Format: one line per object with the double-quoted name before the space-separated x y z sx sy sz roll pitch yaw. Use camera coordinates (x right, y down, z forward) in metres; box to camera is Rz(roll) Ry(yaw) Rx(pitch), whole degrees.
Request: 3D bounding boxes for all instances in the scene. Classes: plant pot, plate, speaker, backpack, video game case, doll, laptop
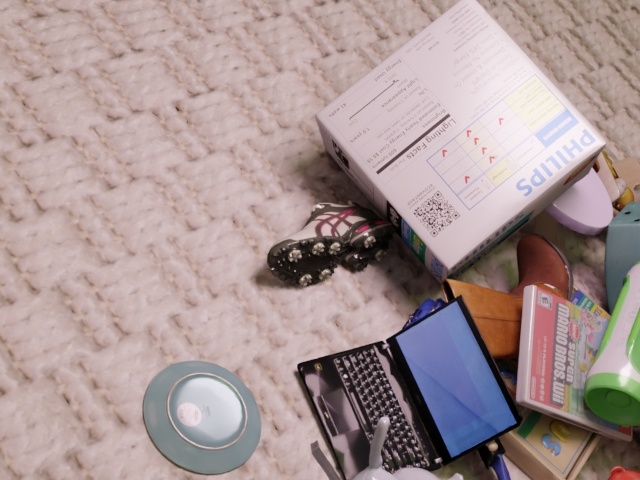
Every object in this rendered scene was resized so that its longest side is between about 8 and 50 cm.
"plant pot" 0.636 0.051 2.107 0.166 0.165 0.234 -39 117 -42
"plate" -0.172 0.259 1.663 0.188 0.024 0.188 16 51 -20
"speaker" 0.548 0.168 1.903 0.131 0.131 0.296 34 56 -3
"backpack" 0.184 0.163 1.886 0.098 0.101 0.120 34 50 7
"video game case" 0.443 0.214 1.902 0.285 0.025 0.204 23 64 -34
"doll" 0.277 0.344 1.800 0.046 0.129 0.189 -24 71 2
"laptop" 0.138 0.242 1.750 0.264 0.136 0.234 -12 64 -28

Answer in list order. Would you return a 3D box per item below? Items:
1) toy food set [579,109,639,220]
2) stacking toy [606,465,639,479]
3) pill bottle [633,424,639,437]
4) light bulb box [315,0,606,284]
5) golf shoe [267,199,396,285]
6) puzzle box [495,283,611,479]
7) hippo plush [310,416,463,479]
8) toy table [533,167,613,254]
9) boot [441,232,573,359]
"toy food set" 0.626 -0.131 2.298 0.306 0.092 0.219 26 40 -51
"stacking toy" 0.576 0.347 1.803 0.130 0.279 0.308 20 85 -1
"pill bottle" 0.632 0.342 1.996 0.108 0.108 0.180 -31 75 -41
"light bulb box" 0.243 -0.169 1.976 0.358 0.225 0.361 -39 77 -2
"golf shoe" 0.000 0.000 1.923 0.273 0.105 0.120 -12 47 -42
"puzzle box" 0.412 0.235 1.992 0.272 0.052 0.409 42 47 5
"hippo plush" 0.084 0.418 1.602 0.236 0.234 0.294 6 64 -64
"toy table" 0.423 -0.089 2.171 0.252 0.161 0.274 -10 61 -34
"boot" 0.315 0.096 1.939 0.281 0.096 0.264 7 66 -33
